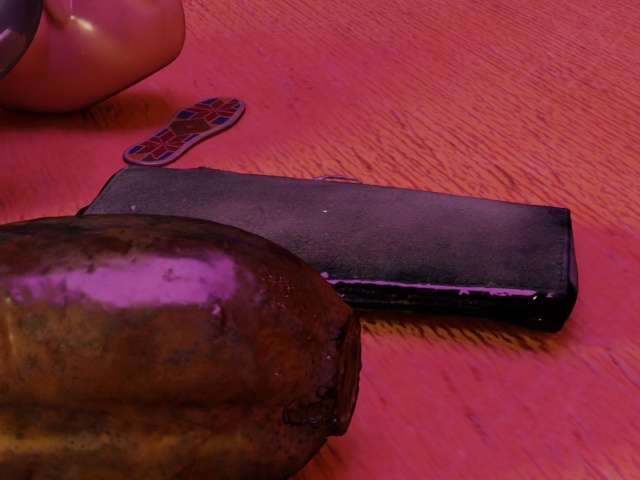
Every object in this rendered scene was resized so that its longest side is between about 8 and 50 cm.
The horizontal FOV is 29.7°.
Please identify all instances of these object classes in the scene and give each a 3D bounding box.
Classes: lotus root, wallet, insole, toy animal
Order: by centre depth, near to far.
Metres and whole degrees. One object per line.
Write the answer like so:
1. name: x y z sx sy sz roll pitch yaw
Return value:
1. lotus root: -0.114 0.059 0.671 0.275 0.151 0.160 3 18 1
2. wallet: 0.000 0.000 0.907 0.379 0.046 0.190 5 25 10
3. insole: -0.128 -0.108 1.167 0.065 0.006 0.193 12 28 21
4. toy animal: -0.254 -0.201 1.183 0.250 0.154 0.166 -8 23 8

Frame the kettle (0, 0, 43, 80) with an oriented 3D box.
1. kettle: -0.401 -0.174 1.017 0.319 0.247 0.342 -33 45 -13
